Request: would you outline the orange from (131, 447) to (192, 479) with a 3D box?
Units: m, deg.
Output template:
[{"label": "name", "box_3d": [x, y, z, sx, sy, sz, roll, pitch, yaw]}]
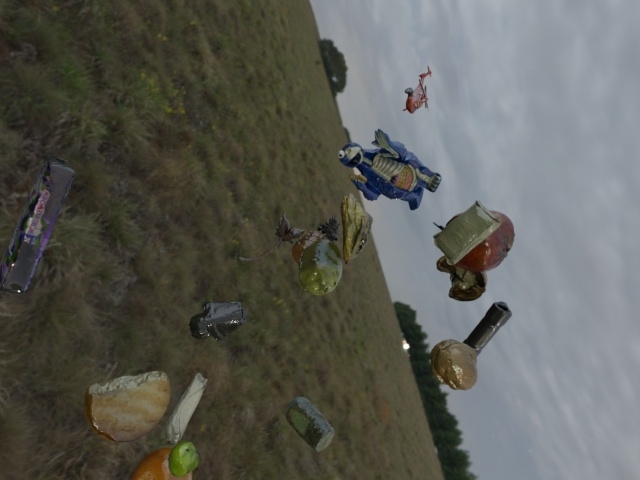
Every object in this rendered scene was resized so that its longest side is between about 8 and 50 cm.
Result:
[{"label": "orange", "box_3d": [-0.567, 0.863, 1.537, 0.170, 0.224, 0.224, 43, 29, -58]}]

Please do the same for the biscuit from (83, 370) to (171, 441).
[{"label": "biscuit", "box_3d": [-0.648, 0.561, 1.447, 0.274, 0.091, 0.213, 7, 80, -45]}]

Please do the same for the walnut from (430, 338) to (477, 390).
[{"label": "walnut", "box_3d": [0.426, 0.392, 1.366, 0.166, 0.149, 0.166, 48, 7, -8]}]

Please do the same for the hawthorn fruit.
[{"label": "hawthorn fruit", "box_3d": [0.572, -0.019, 1.646, 0.300, 0.254, 0.254, 31, -16, 28]}]

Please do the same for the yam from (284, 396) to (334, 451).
[{"label": "yam", "box_3d": [-0.043, 0.844, 1.966, 0.254, 0.154, 0.154, 27, -32, 46]}]

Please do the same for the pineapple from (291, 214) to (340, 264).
[{"label": "pineapple", "box_3d": [0.000, 0.000, 1.897, 0.278, 0.158, 0.158, -48, 132, -34]}]

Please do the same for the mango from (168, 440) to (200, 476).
[{"label": "mango", "box_3d": [-0.392, 0.628, 1.229, 0.091, 0.074, 0.165, -48, 164, -37]}]

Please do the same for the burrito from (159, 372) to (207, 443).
[{"label": "burrito", "box_3d": [-0.539, 0.670, 1.722, 0.082, 0.059, 0.275, 37, 67, -23]}]

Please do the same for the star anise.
[{"label": "star anise", "box_3d": [-0.207, 0.004, 1.811, 0.227, 0.218, 0.148, -56, 137, -43]}]

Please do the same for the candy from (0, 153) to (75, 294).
[{"label": "candy", "box_3d": [-0.627, -0.035, 0.944, 0.061, 0.312, 0.088, 18, 11, -46]}]

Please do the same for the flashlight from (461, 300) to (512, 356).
[{"label": "flashlight", "box_3d": [0.655, 0.432, 1.822, 0.103, 0.103, 0.424, -93, -152, -64]}]

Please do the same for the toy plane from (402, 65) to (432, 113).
[{"label": "toy plane", "box_3d": [0.319, -0.495, 1.405, 0.126, 0.077, 0.194, 27, 69, -58]}]

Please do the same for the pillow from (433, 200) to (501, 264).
[{"label": "pillow", "box_3d": [0.463, -0.024, 1.378, 0.053, 0.208, 0.119, 21, 31, -57]}]

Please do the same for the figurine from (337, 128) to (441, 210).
[{"label": "figurine", "box_3d": [0.156, -0.171, 1.028, 0.262, 0.164, 0.120, 30, 36, -30]}]

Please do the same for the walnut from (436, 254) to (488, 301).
[{"label": "walnut", "box_3d": [0.653, 0.149, 1.937, 0.141, 0.204, 0.238, -34, 103, -47]}]

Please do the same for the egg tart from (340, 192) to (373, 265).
[{"label": "egg tart", "box_3d": [0.142, -0.044, 1.739, 0.297, 0.132, 0.297, 4, 90, -89]}]

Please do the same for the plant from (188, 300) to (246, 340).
[{"label": "plant", "box_3d": [-0.477, 0.365, 1.977, 0.142, 0.256, 0.164, -114, -172, -45]}]

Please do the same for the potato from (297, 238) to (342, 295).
[{"label": "potato", "box_3d": [-0.002, 0.095, 1.585, 0.248, 0.169, 0.143, -79, -176, -48]}]
